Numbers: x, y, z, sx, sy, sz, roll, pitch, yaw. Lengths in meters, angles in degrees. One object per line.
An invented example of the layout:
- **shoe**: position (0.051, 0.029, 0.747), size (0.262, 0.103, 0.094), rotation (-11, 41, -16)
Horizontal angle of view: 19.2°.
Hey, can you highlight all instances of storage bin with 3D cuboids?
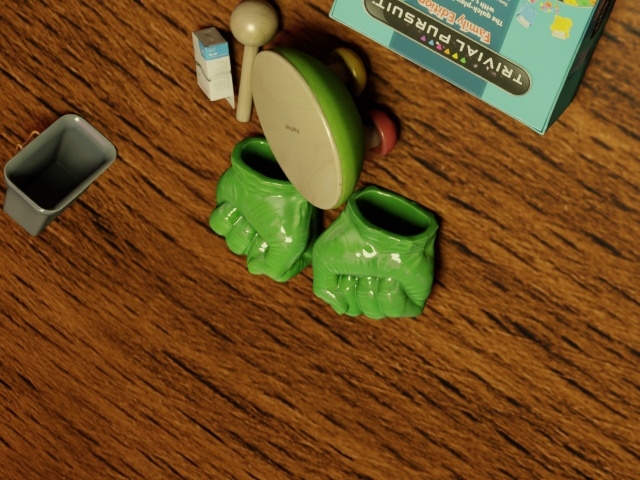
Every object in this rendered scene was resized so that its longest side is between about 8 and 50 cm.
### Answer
- **storage bin**: position (-0.326, -0.075, 2.268), size (0.098, 0.135, 0.091), rotation (41, 144, 4)

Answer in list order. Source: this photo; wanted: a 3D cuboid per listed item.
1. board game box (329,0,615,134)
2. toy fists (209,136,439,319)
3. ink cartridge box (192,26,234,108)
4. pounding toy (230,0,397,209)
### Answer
- **board game box**: position (0.171, -0.302, 1.799), size (0.254, 0.079, 0.336), rotation (31, 133, 13)
- **toy fists**: position (0.000, 0.000, 2.115), size (0.279, 0.096, 0.142), rotation (24, 131, 18)
- **ink cartridge box**: position (-0.119, -0.188, 2.097), size (0.048, 0.028, 0.083), rotation (-127, 27, -54)
- **pounding toy**: position (0.004, -0.151, 2.023), size (0.237, 0.110, 0.183), rotation (49, 155, 38)
